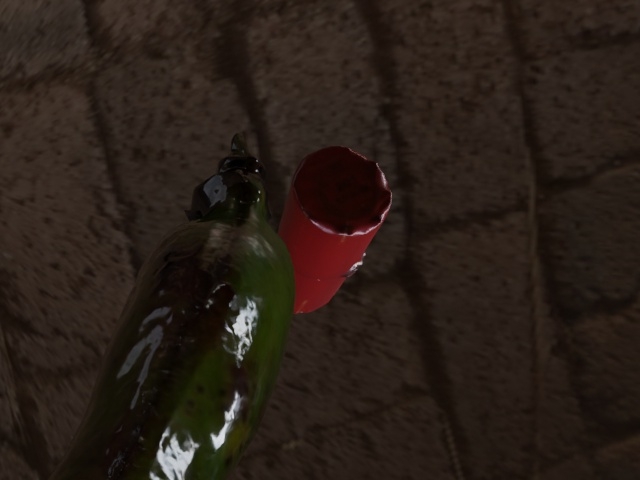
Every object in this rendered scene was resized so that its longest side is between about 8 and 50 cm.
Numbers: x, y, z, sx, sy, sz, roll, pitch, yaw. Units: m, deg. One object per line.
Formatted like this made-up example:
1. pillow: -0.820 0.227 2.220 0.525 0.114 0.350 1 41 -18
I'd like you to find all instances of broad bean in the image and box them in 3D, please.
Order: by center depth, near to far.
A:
1. broad bean: -0.060 0.082 0.485 0.061 0.077 0.339 25 51 -5

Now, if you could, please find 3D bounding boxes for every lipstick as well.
1. lipstick: 0.000 -0.001 1.146 0.073 0.280 0.073 1 77 -6
